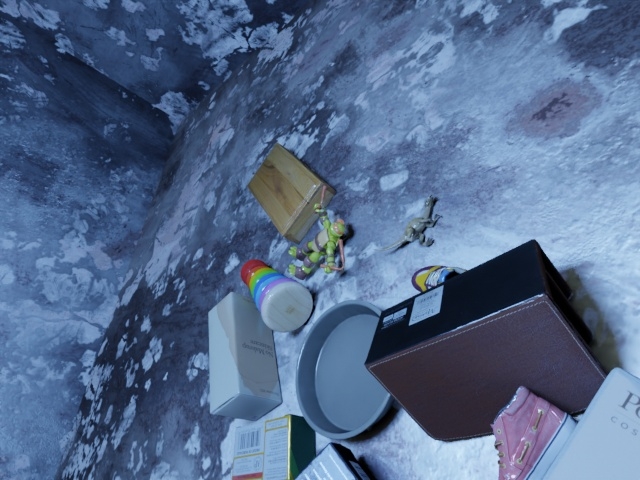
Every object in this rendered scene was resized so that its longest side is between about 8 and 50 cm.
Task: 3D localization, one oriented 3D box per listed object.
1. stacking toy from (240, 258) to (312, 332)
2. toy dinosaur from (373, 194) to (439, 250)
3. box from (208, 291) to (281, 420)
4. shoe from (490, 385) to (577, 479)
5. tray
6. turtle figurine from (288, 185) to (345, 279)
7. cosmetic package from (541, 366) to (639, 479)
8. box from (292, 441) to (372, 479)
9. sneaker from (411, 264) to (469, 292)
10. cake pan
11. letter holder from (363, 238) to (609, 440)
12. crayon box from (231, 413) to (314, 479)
[{"bbox_3d":[-0.148,0.137,1.204,0.141,0.141,0.330,-61,29,0],"label":"stacking toy"},{"bbox_3d":[0.211,-0.018,0.941,0.183,0.053,0.092,-47,23,6],"label":"toy dinosaur"},{"bbox_3d":[-0.214,0.312,1.135,0.121,0.148,0.310,-41,42,24],"label":"box"},{"bbox_3d":[0.261,0.291,0.566,0.081,0.063,0.177,35,85,27],"label":"shoe"},{"bbox_3d":[-0.116,-0.176,1.399,0.202,0.076,0.411,-53,36,10],"label":"tray"},{"bbox_3d":[0.000,0.000,1.134,0.217,0.087,0.269,-41,49,37],"label":"turtle figurine"},{"bbox_3d":[0.299,0.389,0.417,0.230,0.162,0.452,31,90,40],"label":"cosmetic package"},{"bbox_3d":[0.008,0.489,0.717,0.207,0.108,0.153,-43,49,-5],"label":"box"},{"bbox_3d":[0.241,0.075,0.801,0.186,0.084,0.069,4,70,50],"label":"sneaker"},{"bbox_3d":[0.062,0.276,0.906,0.293,0.054,0.292,-29,47,36],"label":"cake pan"},{"bbox_3d":[0.266,0.178,0.674,0.302,0.214,0.152,-34,13,32],"label":"letter holder"},{"bbox_3d":[-0.107,0.565,0.893,0.203,0.083,0.322,-30,46,35],"label":"crayon box"}]
